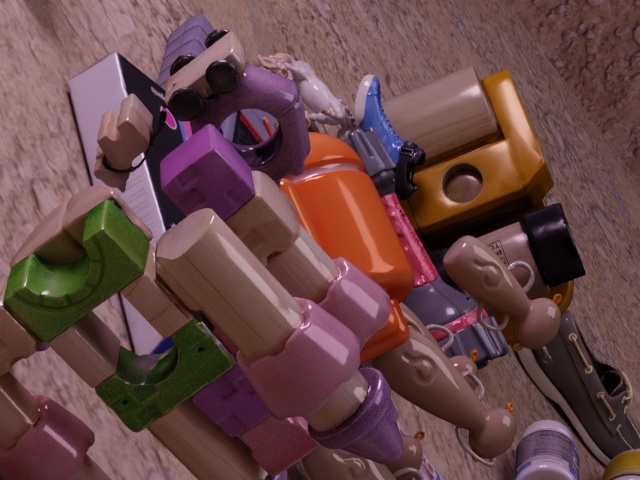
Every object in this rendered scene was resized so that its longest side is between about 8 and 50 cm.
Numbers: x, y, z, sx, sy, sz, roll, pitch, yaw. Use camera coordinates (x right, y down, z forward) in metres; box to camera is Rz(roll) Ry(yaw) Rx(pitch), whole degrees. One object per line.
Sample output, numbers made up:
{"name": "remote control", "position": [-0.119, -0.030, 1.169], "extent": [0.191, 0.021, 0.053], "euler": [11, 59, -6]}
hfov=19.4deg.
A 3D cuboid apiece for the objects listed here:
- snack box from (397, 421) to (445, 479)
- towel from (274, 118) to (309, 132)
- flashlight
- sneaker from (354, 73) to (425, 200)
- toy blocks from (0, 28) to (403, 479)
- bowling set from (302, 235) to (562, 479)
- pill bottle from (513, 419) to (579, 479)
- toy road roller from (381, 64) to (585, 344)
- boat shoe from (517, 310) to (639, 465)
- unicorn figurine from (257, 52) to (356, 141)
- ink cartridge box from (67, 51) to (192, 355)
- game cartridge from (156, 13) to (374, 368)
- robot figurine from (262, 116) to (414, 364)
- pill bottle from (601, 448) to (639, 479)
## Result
{"name": "snack box", "position": [0.116, 0.261, 1.887], "extent": [0.178, 0.022, 0.064], "euler": [52, 18, -23]}
{"name": "towel", "position": [0.005, -0.058, 1.915], "extent": [0.148, 0.027, 0.110], "euler": [44, 21, -40]}
{"name": "flashlight", "position": [0.101, 0.016, 2.127], "extent": [0.304, 0.103, 0.103], "euler": [62, 20, 7]}
{"name": "sneaker", "position": [0.085, -0.121, 2.218], "extent": [0.058, 0.085, 0.152], "euler": [10, 81, -75]}
{"name": "toy blocks", "position": [-0.080, 0.086, 1.190], "extent": [0.260, 0.289, 0.309], "euler": [48, 17, -23]}
{"name": "bowling set", "position": [0.088, 0.140, 1.718], "extent": [0.154, 0.287, 0.200], "euler": [41, -12, -14]}
{"name": "pill bottle", "position": [0.266, 0.269, 2.204], "extent": [0.078, 0.078, 0.137], "euler": [55, 18, -13]}
{"name": "toy road roller", "position": [0.199, -0.028, 2.333], "extent": [0.240, 0.203, 0.329], "euler": [49, 20, -69]}
{"name": "boat shoe", "position": [0.380, 0.211, 2.601], "extent": [0.305, 0.091, 0.109], "euler": [48, 20, -33]}
{"name": "unicorn figurine", "position": [-0.004, -0.160, 2.196], "extent": [0.162, 0.060, 0.111], "euler": [62, 21, 1]}
{"name": "ink cartridge box", "position": [-0.111, 0.024, 1.588], "extent": [0.176, 0.069, 0.371], "euler": [39, 29, -50]}
{"name": "game cartridge", "position": [-0.041, -0.047, 1.910], "extent": [0.355, 0.068, 0.230], "euler": [52, 14, -22]}
{"name": "robot figurine", "position": [0.000, 0.001, 1.619], "extent": [0.158, 0.128, 0.219], "euler": [-8, 67, -40]}
{"name": "pill bottle", "position": [0.421, 0.337, 2.483], "extent": [0.103, 0.103, 0.184], "euler": [59, 17, -2]}
